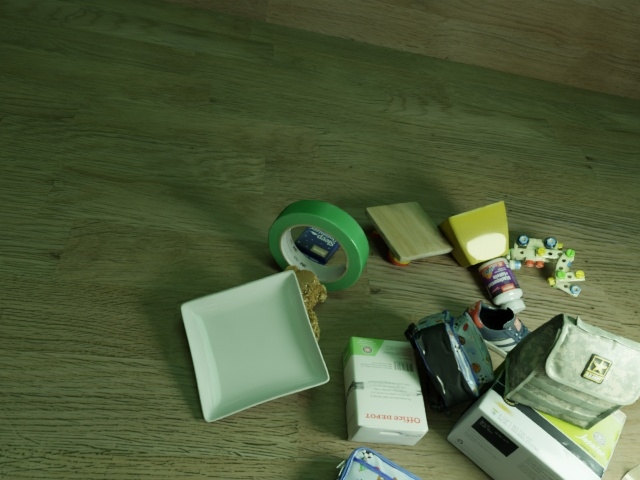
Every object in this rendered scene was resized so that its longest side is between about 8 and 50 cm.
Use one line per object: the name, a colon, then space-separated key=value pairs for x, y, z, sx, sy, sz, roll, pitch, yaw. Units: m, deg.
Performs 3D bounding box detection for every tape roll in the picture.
tape roll: x=-0.008 y=0.022 z=1.622 sx=0.322 sy=0.321 sz=0.077 roll=26 pitch=46 yaw=7

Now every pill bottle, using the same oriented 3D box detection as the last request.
pill bottle: x=0.660 y=0.169 z=1.836 sx=0.108 sy=0.108 sz=0.193 roll=-7 pitch=62 yaw=-23

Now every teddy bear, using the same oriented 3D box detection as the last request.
teddy bear: x=-0.109 y=0.241 z=1.553 sx=0.245 sy=0.113 sz=0.337 roll=7 pitch=53 yaw=-1

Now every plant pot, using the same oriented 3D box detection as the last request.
plant pot: x=0.582 y=-0.011 z=1.891 sx=0.213 sy=0.212 sz=0.187 roll=-17 pitch=82 yaw=-1

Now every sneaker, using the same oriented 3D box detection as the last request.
sneaker: x=0.644 y=0.309 z=1.680 sx=0.350 sy=0.148 sz=0.131 roll=23 pitch=45 yaw=4

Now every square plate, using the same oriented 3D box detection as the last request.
square plate: x=-0.189 y=0.286 z=1.422 sx=0.345 sy=0.049 sz=0.347 roll=-17 pitch=64 yaw=-7

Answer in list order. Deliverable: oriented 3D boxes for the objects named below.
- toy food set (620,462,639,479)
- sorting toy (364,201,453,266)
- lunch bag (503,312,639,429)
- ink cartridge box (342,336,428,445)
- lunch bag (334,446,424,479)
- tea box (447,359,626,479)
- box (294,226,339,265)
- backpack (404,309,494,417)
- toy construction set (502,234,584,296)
toy food set: x=0.883 y=0.778 z=1.353 sx=0.306 sy=0.092 sz=0.219 roll=-24 pitch=59 yaw=-35
sorting toy: x=0.319 y=-0.018 z=1.915 sx=0.256 sy=0.089 sz=0.257 roll=-9 pitch=51 yaw=-31
lunch bag: x=0.635 y=0.318 z=1.263 sx=0.236 sy=0.286 sz=0.168 roll=21 pitch=45 yaw=2
ink cartridge box: x=0.175 y=0.426 z=1.444 sx=0.199 sy=0.114 sz=0.272 roll=8 pitch=46 yaw=-10
lunch bag: x=0.157 y=0.654 z=1.229 sx=0.304 sy=0.114 sz=0.243 roll=30 pitch=44 yaw=9
tea box: x=0.599 y=0.520 z=1.417 sx=0.329 sy=0.219 sz=0.324 roll=40 pitch=50 yaw=20
box: x=0.000 y=0.000 z=1.831 sx=0.137 sy=0.036 sz=0.225 roll=27 pitch=51 yaw=15
backpack: x=0.377 y=0.322 z=1.487 sx=0.213 sy=0.263 sz=0.276 roll=-19 pitch=93 yaw=8
toy construction set: x=0.842 y=0.089 z=1.967 sx=0.328 sy=0.151 sz=0.214 roll=10 pitch=70 yaw=2
